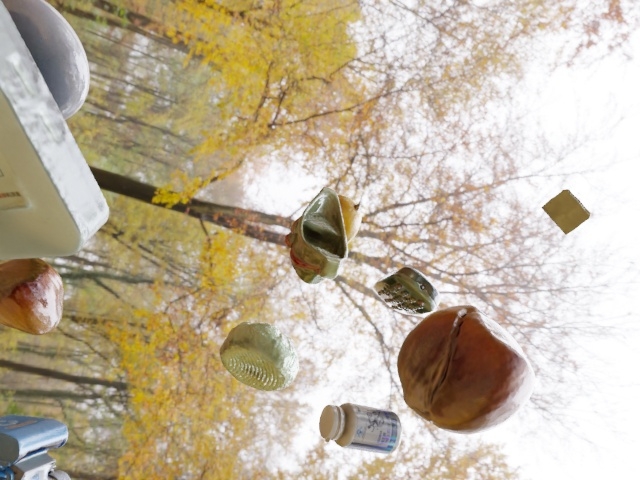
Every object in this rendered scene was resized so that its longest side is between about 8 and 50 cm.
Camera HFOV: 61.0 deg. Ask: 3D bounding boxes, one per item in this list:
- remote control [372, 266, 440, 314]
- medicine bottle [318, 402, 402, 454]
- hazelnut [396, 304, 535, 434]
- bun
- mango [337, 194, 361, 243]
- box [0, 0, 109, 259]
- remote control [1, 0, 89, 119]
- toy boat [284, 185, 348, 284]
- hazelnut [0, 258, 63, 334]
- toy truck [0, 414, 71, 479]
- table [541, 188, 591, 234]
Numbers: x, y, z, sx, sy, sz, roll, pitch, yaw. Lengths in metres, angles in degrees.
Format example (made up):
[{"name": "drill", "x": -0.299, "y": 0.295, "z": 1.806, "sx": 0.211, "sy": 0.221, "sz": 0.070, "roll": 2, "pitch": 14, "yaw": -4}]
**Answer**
[{"name": "remote control", "x": 0.119, "y": 0.074, "z": 0.792, "sx": 0.042, "sy": 0.072, "sz": 0.222, "roll": -46, "pitch": 178, "yaw": -9}, {"name": "medicine bottle", "x": 0.097, "y": 0.461, "z": 1.340, "sx": 0.107, "sy": 0.191, "sz": 0.107, "roll": -48, "pitch": -147, "yaw": 45}, {"name": "hazelnut", "x": 0.398, "y": 0.364, "z": 1.512, "sx": 0.372, "sy": 0.372, "sz": 0.316, "roll": -116, "pitch": -175, "yaw": -49}, {"name": "bun", "x": -0.135, "y": 0.258, "z": 1.256, "sx": 0.195, "sy": 0.195, "sz": 0.118, "roll": -34, "pitch": -158, "yaw": 49}, {"name": "mango", "x": 0.014, "y": -0.025, "z": 1.076, "sx": 0.187, "sy": 0.101, "sz": 0.066, "roll": -45, "pitch": -177, "yaw": 35}, {"name": "box", "x": -0.564, "y": -0.149, "z": 0.807, "sx": 0.111, "sy": 0.395, "sz": 0.397, "roll": -73, "pitch": 155, "yaw": -51}, {"name": "remote control", "x": -0.525, "y": -0.275, "z": 0.871, "sx": 0.331, "sy": 0.221, "sz": 0.104, "roll": -13, "pitch": -143, "yaw": 18}, {"name": "toy boat", "x": 0.000, "y": 0.001, "z": 0.707, "sx": 0.071, "sy": 0.089, "sz": 0.185, "roll": -58, "pitch": -161, "yaw": 32}, {"name": "hazelnut", "x": -0.745, "y": 0.143, "z": 1.364, "sx": 0.210, "sy": 0.186, "sz": 0.210, "roll": -14, "pitch": -106, "yaw": 59}, {"name": "toy truck", "x": -0.534, "y": 0.447, "z": 0.844, "sx": 0.368, "sy": 0.175, "sz": 0.146, "roll": -60, "pitch": 165, "yaw": -2}, {"name": "table", "x": 0.525, "y": -0.063, "z": 1.155, "sx": 0.062, "sy": 0.083, "sz": 0.079, "roll": -43, "pitch": -104, "yaw": 26}]
